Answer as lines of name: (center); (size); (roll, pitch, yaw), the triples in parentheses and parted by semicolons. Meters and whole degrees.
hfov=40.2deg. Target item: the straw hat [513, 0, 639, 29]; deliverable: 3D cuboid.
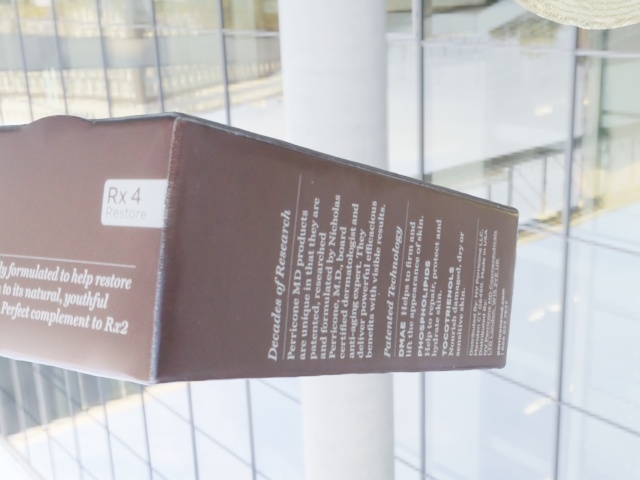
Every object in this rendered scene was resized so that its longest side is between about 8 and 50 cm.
straw hat: (0.173, -0.209, 0.552); (0.144, 0.144, 0.061); (3, 173, 15)

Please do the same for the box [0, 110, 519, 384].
box: (-0.030, 0.017, 0.605); (0.191, 0.143, 0.381); (3, 175, 39)
